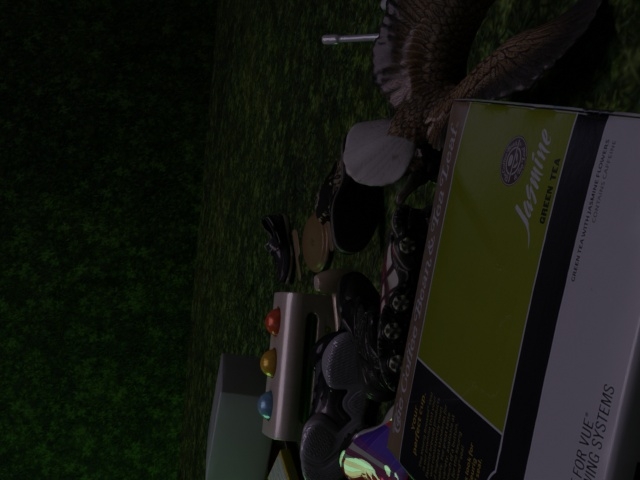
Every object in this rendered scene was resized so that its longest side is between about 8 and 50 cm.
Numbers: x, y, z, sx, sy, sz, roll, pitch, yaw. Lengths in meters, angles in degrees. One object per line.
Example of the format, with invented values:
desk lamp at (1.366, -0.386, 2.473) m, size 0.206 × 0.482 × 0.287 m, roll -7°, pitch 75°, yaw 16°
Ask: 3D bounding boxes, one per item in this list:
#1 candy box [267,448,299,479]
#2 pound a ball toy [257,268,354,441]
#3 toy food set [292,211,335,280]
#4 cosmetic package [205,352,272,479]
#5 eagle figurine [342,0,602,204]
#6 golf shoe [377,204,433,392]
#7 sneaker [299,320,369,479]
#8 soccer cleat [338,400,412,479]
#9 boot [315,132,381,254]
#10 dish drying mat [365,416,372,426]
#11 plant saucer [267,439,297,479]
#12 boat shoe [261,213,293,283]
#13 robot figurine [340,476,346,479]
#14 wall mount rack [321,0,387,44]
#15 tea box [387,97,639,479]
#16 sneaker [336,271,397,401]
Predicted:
candy box at (-0.056, 0.524, 1.698) m, size 0.105 × 0.027 × 0.206 m, roll -65°, pitch 34°, yaw 40°
pound a ball toy at (-0.035, 0.211, 1.624) m, size 0.208 × 0.135 × 0.320 m, roll 168°, pitch 108°, yaw -73°
toy food set at (0.000, 0.000, 1.777) m, size 0.192 × 0.038 × 0.133 m, roll 138°, pitch 129°, yaw -58°
cosmetic package at (-0.179, 0.406, 1.972) m, size 0.225 × 0.138 × 0.224 m, roll -115°, pitch 35°, yaw -74°
eagle figurine at (0.167, -0.192, 1.022) m, size 0.225 × 0.226 × 0.298 m, roll -71°, pitch -4°, yaw -50°
golf shoe at (0.129, 0.087, 1.212) m, size 0.120 × 0.105 × 0.273 m, roll 113°, pitch 167°, yaw -67°
sneaker at (0.024, 0.267, 1.464) m, size 0.153 × 0.101 × 0.269 m, roll -122°, pitch 44°, yaw -77°
soccer cleat at (0.107, 0.299, 1.173) m, size 0.318 × 0.108 × 0.117 m, roll 125°, pitch 144°, yaw -53°
boot at (0.043, -0.055, 1.559) m, size 0.179 × 0.085 × 0.237 m, roll 122°, pitch 156°, yaw -60°
dish drying mat at (0.071, 0.331, 1.441) m, size 0.032 × 0.008 × 0.083 m, roll -102°, pitch 26°, yaw -50°
plant saucer at (-0.079, 0.498, 1.846) m, size 0.168 × 0.029 × 0.169 m, roll -174°, pitch 90°, yaw -74°
boat shoe at (-0.105, 0.019, 2.055) m, size 0.075 × 0.064 × 0.206 m, roll 114°, pitch 156°, yaw -44°
robot figurine at (0.013, 0.404, 1.503) m, size 0.101 × 0.067 × 0.115 m, roll -63°, pitch -20°, yaw -86°
wall mount rack at (0.114, -0.438, 1.386) m, size 0.304 × 0.130 × 0.350 m, roll -176°, pitch 93°, yaw -74°
tea box at (0.224, 0.075, 0.656) m, size 0.323 × 0.219 × 0.329 m, roll -142°, pitch 60°, yaw -70°
sneaker at (0.090, 0.118, 1.334) m, size 0.130 × 0.087 × 0.228 m, roll 115°, pitch 153°, yaw -42°
